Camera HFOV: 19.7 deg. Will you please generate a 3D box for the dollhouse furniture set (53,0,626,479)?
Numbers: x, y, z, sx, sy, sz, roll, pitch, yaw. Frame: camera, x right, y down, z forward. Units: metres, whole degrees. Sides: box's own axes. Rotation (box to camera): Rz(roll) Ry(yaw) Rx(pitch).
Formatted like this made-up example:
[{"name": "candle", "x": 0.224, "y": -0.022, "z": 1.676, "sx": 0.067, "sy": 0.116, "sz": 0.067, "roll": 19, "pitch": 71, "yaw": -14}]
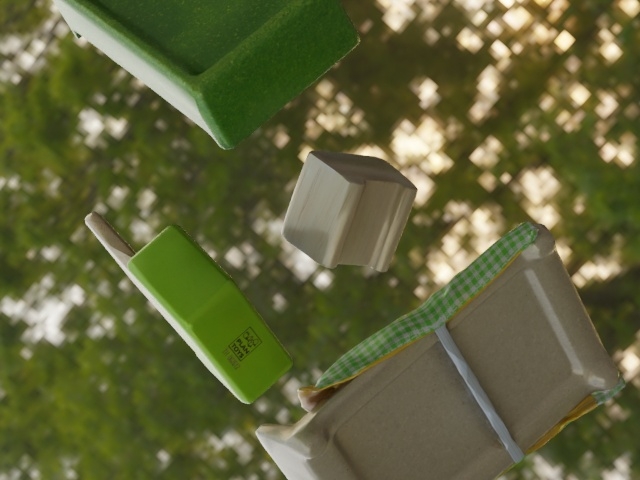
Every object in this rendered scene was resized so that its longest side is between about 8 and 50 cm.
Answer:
[{"name": "dollhouse furniture set", "x": 0.000, "y": 0.000, "z": 0.390, "sx": 0.058, "sy": 0.076, "sz": 0.152, "roll": 41, "pitch": 169, "yaw": 45}]
